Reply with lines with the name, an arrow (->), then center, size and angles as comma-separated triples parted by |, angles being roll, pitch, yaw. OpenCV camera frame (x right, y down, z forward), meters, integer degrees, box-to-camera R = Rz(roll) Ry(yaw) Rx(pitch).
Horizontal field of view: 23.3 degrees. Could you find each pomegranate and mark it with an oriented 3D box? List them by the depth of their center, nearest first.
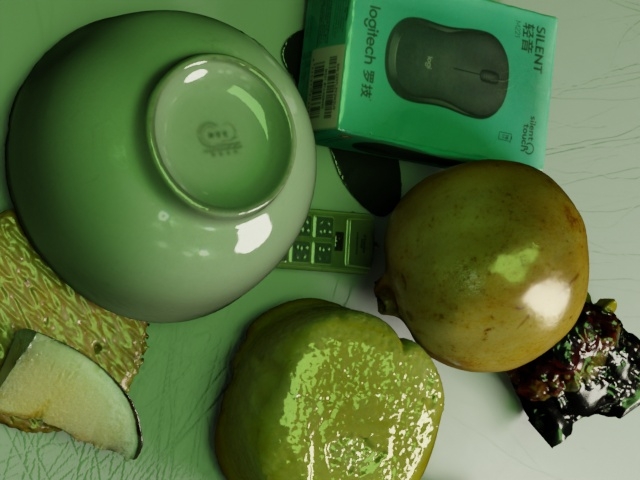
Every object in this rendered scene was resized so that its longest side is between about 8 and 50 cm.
pomegranate -> 0.189, 0.031, 1.824 | 0.264, 0.264, 0.264 | 0, 90, -28

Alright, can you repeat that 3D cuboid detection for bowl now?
bowl -> -0.143, -0.095, 1.671 | 0.353, 0.185, 0.354 | 6, 78, -29

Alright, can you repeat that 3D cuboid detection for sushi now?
sushi -> 0.312, 0.140, 1.960 | 0.172, 0.153, 0.150 | -35, 128, -3

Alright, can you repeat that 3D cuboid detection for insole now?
insole -> 0.031, -0.144, 1.892 | 0.086, 0.005, 0.253 | -36, 107, -24

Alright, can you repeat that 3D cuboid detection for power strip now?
power strip -> 0.000, 0.000, 1.862 | 0.169, 0.028, 0.076 | 4, 87, -28

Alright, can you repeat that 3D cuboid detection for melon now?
melon -> -0.261, 0.168, 1.672 | 0.182, 0.054, 0.098 | 25, 84, -27

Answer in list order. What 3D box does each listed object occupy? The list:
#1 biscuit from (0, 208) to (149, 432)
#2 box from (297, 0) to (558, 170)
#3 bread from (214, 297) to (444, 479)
biscuit -> -0.305, 0.086, 1.695 | 0.254, 0.035, 0.254 | 0, 91, -29
box -> 0.131, -0.198, 1.879 | 0.311, 0.118, 0.205 | 10, 86, -29
bread -> 0.010, 0.202, 1.802 | 0.269, 0.148, 0.270 | 0, 91, -24
